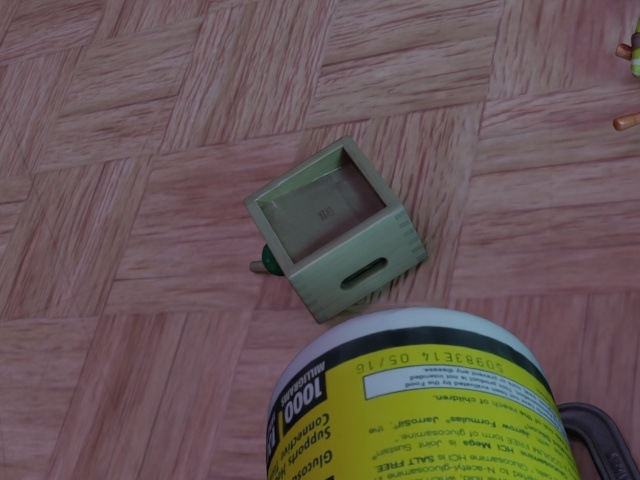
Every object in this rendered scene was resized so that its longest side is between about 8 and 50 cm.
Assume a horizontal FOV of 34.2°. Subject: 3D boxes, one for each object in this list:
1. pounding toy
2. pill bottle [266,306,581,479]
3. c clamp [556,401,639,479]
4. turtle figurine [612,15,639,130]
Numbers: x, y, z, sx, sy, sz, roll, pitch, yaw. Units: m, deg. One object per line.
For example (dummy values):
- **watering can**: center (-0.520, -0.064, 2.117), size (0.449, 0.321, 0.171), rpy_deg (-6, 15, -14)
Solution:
- **pounding toy**: center (0.000, 0.000, 0.906), size (0.141, 0.100, 0.130), rpy_deg (-32, 46, 0)
- **pill bottle**: center (0.066, 0.206, 0.557), size (0.188, 0.188, 0.334), rpy_deg (-30, 33, 17)
- **c clamp**: center (0.156, 0.190, 0.697), size (0.137, 0.022, 0.160), rpy_deg (-27, 49, 20)
- **turtle figurine**: center (0.292, -0.222, 0.833), size (0.269, 0.087, 0.217), rpy_deg (-41, 45, 6)
